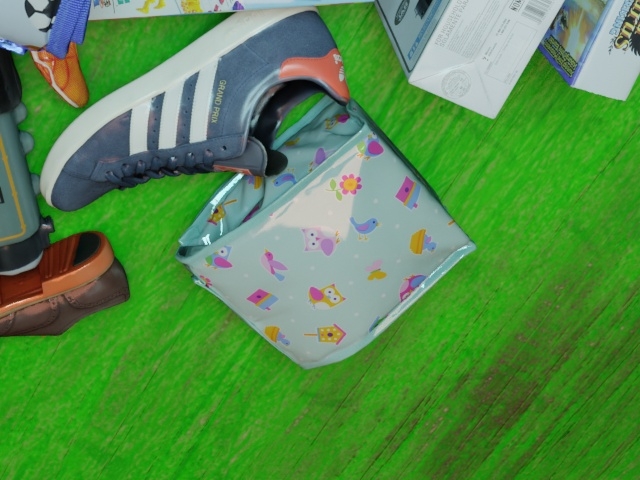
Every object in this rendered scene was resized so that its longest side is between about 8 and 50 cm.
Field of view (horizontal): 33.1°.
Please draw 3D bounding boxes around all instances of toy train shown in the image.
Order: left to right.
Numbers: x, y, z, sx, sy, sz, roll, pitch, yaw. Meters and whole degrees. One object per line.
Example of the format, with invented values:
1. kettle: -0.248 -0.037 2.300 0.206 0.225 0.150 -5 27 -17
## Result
1. toy train: -0.390 -0.090 1.105 0.190 0.142 0.334 -13 123 -12

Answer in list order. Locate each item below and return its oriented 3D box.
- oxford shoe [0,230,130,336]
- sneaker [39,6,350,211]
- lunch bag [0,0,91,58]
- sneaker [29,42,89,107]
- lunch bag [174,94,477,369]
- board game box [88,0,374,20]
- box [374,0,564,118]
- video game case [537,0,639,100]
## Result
1. oxford shoe: -0.350 0.086 1.239 0.271 0.097 0.098 -20 128 4
2. sneaker: -0.126 -0.103 1.104 0.350 0.131 0.148 -34 82 13
3. lunch bag: -0.277 -0.356 0.767 0.328 0.239 0.385 18 100 -16
4. sneaker: -0.267 -0.212 1.087 0.067 0.064 0.175 -23 125 -6
5. lunch bag: 0.000 0.000 1.200 0.262 0.160 0.223 -41 119 10
6. board game box: -0.095 -0.303 1.008 0.275 0.142 0.144 -5 120 -5
7. box: 0.128 -0.253 0.986 0.087 0.290 0.169 19 118 -17
8. video game case: 0.259 -0.295 0.990 0.061 0.269 0.244 12 119 -18
